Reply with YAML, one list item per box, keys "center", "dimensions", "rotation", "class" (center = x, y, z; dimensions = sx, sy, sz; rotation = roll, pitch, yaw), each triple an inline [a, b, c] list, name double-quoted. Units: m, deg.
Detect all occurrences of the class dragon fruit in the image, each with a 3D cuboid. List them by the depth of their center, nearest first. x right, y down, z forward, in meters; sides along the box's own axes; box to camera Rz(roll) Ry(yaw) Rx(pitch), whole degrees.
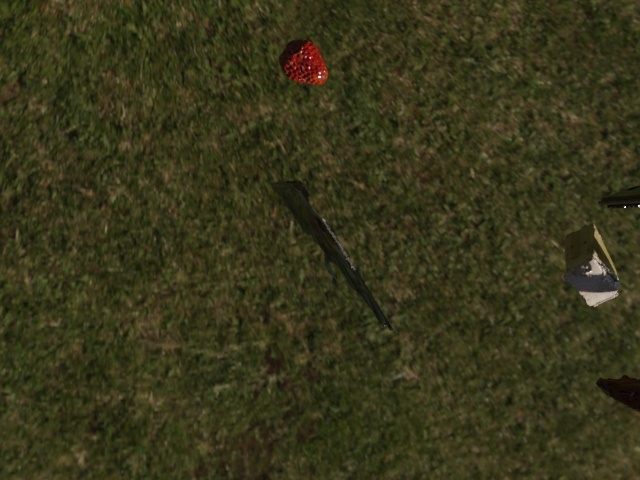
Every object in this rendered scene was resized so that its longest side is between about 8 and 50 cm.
- center: [0.503, 0.237, 1.355]
  dimensions: [0.063, 0.131, 0.097]
  rotation: [-62, 149, -1]
  class: "dragon fruit"

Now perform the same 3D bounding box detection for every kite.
- center: [0.000, 0.000, 1.186]
  dimensions: [0.013, 0.323, 0.268]
  rotation: [-34, 148, -9]
  class: "kite"

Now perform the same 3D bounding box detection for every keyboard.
- center: [0.495, -0.065, 1.223]
  dimensions: [0.094, 0.230, 0.025]
  rotation: [-16, 95, -17]
  class: "keyboard"

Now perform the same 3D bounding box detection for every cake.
- center: [0.329, 0.015, 1.083]
  dimensions: [0.065, 0.121, 0.052]
  rotation: [35, 122, -28]
  class: "cake"

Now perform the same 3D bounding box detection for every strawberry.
- center: [-0.021, -0.282, 1.392]
  dimensions: [0.073, 0.083, 0.073]
  rotation: [-40, 147, -33]
  class: "strawberry"
